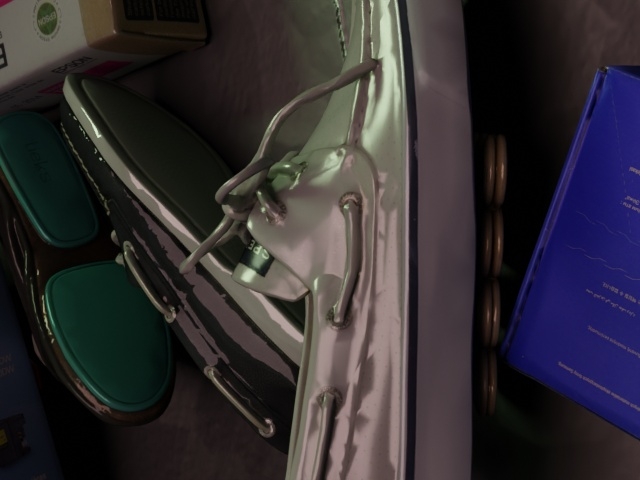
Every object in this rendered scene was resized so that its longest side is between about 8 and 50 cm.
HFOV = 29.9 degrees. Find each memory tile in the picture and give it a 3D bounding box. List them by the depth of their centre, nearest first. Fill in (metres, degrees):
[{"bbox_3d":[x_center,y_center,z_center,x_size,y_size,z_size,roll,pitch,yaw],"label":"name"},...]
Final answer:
[{"bbox_3d":[0.086,0.015,0.652,0.012,0.113,0.148,1,97,2],"label":"memory tile"}]

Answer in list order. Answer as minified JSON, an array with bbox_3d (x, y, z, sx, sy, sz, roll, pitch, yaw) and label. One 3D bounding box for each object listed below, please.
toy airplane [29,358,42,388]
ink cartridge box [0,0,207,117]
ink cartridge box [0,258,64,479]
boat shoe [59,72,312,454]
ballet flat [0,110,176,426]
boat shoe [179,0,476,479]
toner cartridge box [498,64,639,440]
[{"bbox_3d":[-0.269,0.100,0.991,0.151,0.028,0.151,16,115,38],"label":"toy airplane"},{"bbox_3d":[-0.206,-0.204,0.872,0.235,0.088,0.193,-15,85,39],"label":"ink cartridge box"},{"bbox_3d":[-0.350,0.107,0.940,0.270,0.151,0.395,-8,100,49],"label":"ink cartridge box"},{"bbox_3d":[-0.086,0.010,0.783,0.302,0.114,0.091,48,117,25],"label":"boat shoe"},{"bbox_3d":[-0.181,0.030,0.886,0.280,0.095,0.096,63,145,28],"label":"ballet flat"},{"bbox_3d":[0.000,0.002,0.648,0.156,0.136,0.367,0,90,1],"label":"boat shoe"},{"bbox_3d":[0.259,0.056,0.526,0.348,0.075,0.165,30,115,33],"label":"toner cartridge box"}]
